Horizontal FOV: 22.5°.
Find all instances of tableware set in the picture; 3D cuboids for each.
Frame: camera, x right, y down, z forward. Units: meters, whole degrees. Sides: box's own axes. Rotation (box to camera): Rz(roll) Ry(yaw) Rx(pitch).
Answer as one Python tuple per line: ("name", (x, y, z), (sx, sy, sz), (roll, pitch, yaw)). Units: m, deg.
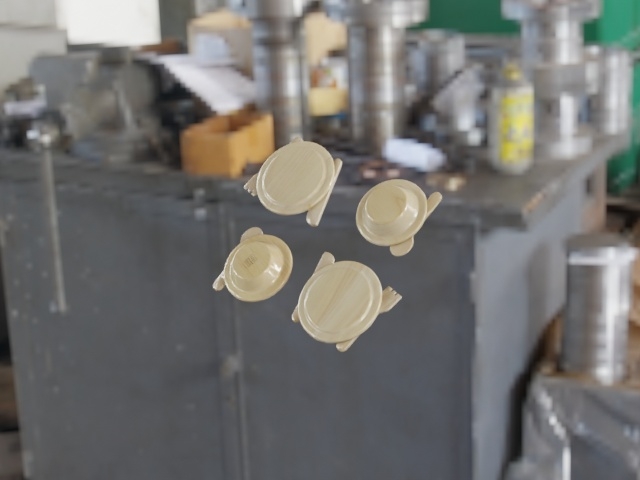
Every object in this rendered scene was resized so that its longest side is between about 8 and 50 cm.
("tableware set", (0.000, 0.000, 1.187), (0.168, 0.141, 0.020), (22, -16, 32))
